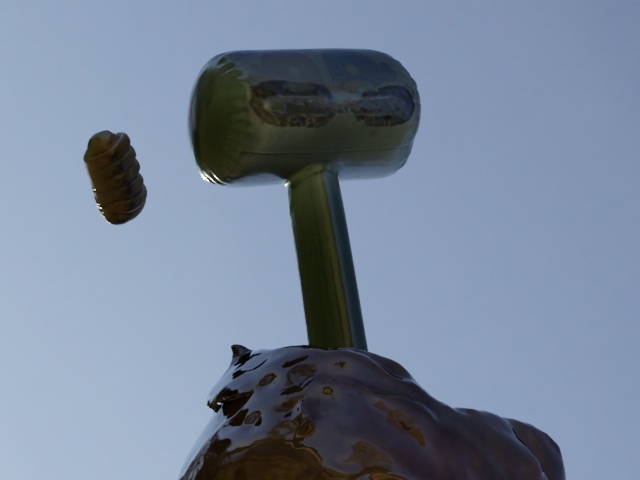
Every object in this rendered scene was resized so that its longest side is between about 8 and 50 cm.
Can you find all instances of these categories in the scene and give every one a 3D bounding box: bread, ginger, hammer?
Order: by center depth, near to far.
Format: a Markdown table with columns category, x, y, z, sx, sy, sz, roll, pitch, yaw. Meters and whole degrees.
| category | x | y | z | sx | sy | sz | roll | pitch | yaw |
| --- | --- | --- | --- | --- | --- | --- | --- | --- | --- |
| ginger | 0.033 | 0.186 | 1.093 | 0.200 | 0.223 | 0.269 | -11 | -35 | 44 |
| hammer | 0.000 | 0.000 | 1.515 | 0.119 | 0.206 | 0.336 | -23 | -107 | 61 |
| bread | -0.177 | -0.056 | 1.555 | 0.033 | 0.049 | 0.088 | 28 | -42 | 46 |
